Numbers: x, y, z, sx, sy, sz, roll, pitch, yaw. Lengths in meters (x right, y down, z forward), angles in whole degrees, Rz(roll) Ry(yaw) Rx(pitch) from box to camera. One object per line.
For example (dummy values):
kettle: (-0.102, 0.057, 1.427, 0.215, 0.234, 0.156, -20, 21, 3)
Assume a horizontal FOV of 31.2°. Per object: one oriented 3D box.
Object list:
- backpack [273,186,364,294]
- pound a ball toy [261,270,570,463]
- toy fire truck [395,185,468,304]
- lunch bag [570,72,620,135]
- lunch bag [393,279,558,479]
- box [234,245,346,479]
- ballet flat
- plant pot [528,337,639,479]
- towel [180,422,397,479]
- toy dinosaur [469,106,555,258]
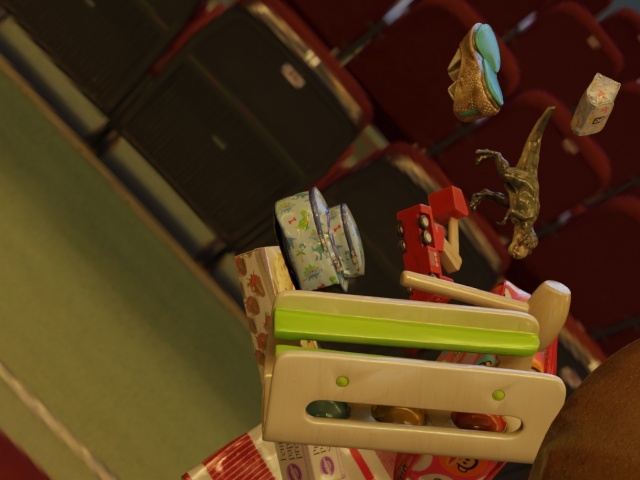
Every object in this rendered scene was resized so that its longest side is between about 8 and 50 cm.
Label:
backpack: (0.000, 0.000, 1.239, 0.105, 0.084, 0.114, -69, 138, -81)
pound a ball toy: (0.104, 0.129, 1.149, 0.319, 0.135, 0.208, 6, 26, -6)
toy fire truck: (0.165, 0.008, 1.626, 0.135, 0.047, 0.192, 17, 58, -49)
lunch bag: (0.428, -0.207, 1.792, 0.053, 0.071, 0.083, 30, 47, 12)
lunch bag: (0.215, 0.202, 1.591, 0.120, 0.293, 0.258, 27, 37, -6)
box: (-0.041, 0.167, 1.528, 0.067, 0.063, 0.324, -5, 80, -48)
ballet flat: (0.195, -0.219, 1.490, 0.073, 0.067, 0.206, 53, 25, -23)
plant pot: (0.239, 0.149, 0.481, 0.237, 0.254, 0.237, 1, 85, -11)
towel: (-0.007, 0.358, 1.691, 0.329, 0.037, 0.237, -30, 79, -20)
toy dinosaur: (0.307, -0.094, 1.864, 0.064, 0.118, 0.268, 51, 47, -67)
